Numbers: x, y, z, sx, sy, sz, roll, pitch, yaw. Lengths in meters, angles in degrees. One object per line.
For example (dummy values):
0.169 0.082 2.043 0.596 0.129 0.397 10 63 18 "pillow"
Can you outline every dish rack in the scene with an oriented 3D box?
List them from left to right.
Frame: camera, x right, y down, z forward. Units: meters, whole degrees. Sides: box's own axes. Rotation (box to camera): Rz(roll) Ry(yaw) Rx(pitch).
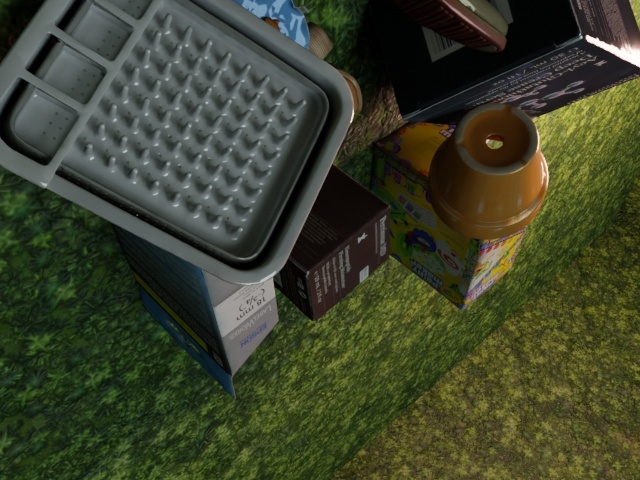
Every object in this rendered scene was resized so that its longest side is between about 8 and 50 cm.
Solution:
-0.151 -0.130 0.702 0.285 0.333 0.072 -66 -164 -19 "dish rack"

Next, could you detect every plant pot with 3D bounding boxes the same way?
0.284 -0.128 1.094 0.205 0.205 0.188 -46 160 -9 "plant pot"

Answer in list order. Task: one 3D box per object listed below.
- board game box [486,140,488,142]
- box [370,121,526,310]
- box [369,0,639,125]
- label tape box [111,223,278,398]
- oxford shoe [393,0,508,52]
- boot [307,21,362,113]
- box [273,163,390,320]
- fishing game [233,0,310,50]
0.402 -0.314 1.535 0.201 0.035 0.136 -57 151 12 "board game box"
0.262 -0.063 1.368 0.177 0.290 0.279 -34 148 -28 "box"
0.326 -0.337 1.087 0.294 0.211 0.396 -20 173 39 "box"
-0.178 0.043 0.923 0.106 0.241 0.333 -38 150 -25 "label tape box"
0.127 -0.375 0.830 0.348 0.123 0.130 33 90 -21 "oxford shoe"
-0.026 -0.220 1.009 0.152 0.073 0.197 -49 139 -5 "boot"
0.000 0.000 1.197 0.203 0.167 0.168 -39 149 -21 "box"
-0.086 -0.243 0.869 0.189 0.041 0.264 -52 135 5 "fishing game"
